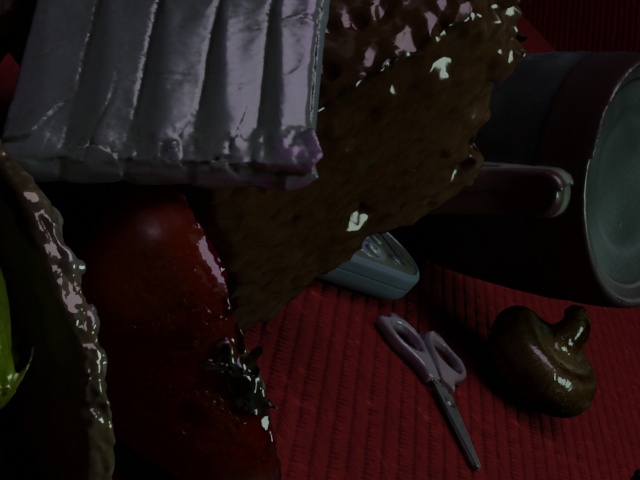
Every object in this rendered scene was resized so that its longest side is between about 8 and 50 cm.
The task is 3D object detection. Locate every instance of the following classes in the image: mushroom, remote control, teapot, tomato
[{"bbox_3d":[0.204,0.110,1.480,0.126,0.085,0.109,35,53,-33],"label":"mushroom"},{"bbox_3d":[0.000,0.000,1.361,0.244,0.047,0.087,20,30,-52],"label":"remote control"},{"bbox_3d":[0.150,-0.061,1.516,0.312,0.233,0.315,6,10,37],"label":"teapot"},{"bbox_3d":[-0.096,0.063,0.923,0.173,0.099,0.189,-141,-147,-65],"label":"tomato"}]

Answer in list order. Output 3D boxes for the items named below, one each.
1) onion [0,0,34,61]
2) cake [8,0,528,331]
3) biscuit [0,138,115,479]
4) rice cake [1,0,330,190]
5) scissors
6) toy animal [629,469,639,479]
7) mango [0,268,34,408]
[{"bbox_3d":[-0.282,-0.178,0.909,0.206,0.216,0.207,17,38,-43],"label":"onion"},{"bbox_3d":[-0.053,-0.135,1.090,0.290,0.282,0.255,46,-23,20],"label":"cake"},{"bbox_3d":[-0.164,0.016,0.835,0.032,0.133,0.250,-15,54,-35],"label":"biscuit"},{"bbox_3d":[-0.080,-0.115,0.914,0.189,0.037,0.198,2,62,-5],"label":"rice cake"},{"bbox_3d":[0.101,0.126,1.333,0.100,0.015,0.189,30,23,-31],"label":"scissors"},{"bbox_3d":[0.292,0.256,1.258,0.146,0.114,0.245,43,17,5],"label":"toy animal"},{"bbox_3d":[-0.206,0.020,0.775,0.178,0.100,0.119,-128,-158,-49],"label":"mango"}]
